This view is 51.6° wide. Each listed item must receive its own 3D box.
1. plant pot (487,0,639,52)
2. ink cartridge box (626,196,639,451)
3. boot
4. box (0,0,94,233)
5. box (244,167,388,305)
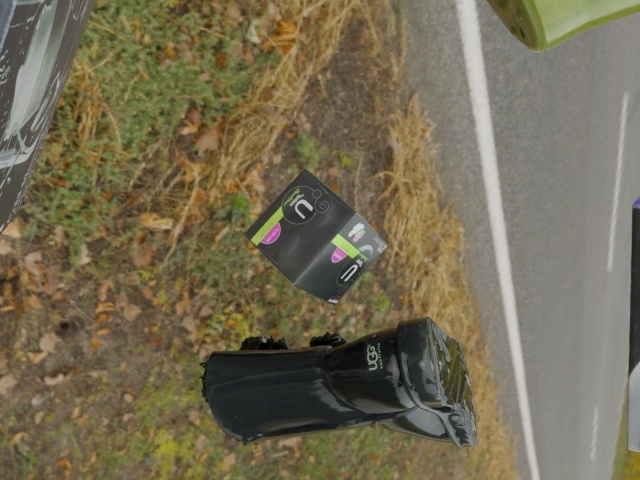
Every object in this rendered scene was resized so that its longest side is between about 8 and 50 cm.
[{"bbox_3d":[0.288,-0.366,0.593,0.353,0.367,0.366,-33,154,16],"label":"plant pot"},{"bbox_3d":[0.273,0.027,0.342,0.045,0.206,0.208,-6,96,-51],"label":"ink cartridge box"},{"bbox_3d":[0.028,0.143,0.617,0.246,0.207,0.094,47,37,-57],"label":"boot"},{"bbox_3d":[-0.509,-0.201,0.819,0.480,0.297,0.472,-62,-164,18],"label":"box"},{"bbox_3d":[0.000,0.000,0.452,0.062,0.052,0.083,-48,156,3],"label":"box"}]
